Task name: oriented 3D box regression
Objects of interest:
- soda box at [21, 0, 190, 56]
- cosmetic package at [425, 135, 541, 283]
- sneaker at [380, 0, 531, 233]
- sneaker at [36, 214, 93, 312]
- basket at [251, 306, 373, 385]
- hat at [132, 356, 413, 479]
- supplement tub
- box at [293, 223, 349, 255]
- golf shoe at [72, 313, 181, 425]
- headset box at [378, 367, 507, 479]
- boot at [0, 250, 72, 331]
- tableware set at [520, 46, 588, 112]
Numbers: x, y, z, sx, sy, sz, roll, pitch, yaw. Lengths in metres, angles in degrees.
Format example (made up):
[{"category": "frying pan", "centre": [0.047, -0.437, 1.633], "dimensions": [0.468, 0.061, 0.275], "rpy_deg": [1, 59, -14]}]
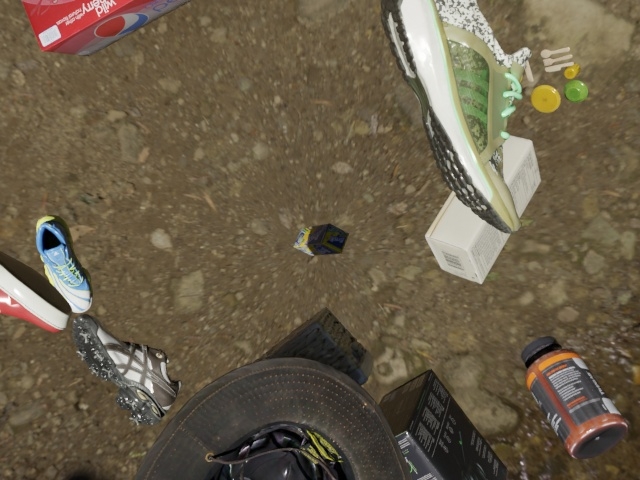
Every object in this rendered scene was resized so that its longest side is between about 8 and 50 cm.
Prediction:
[{"category": "soda box", "centre": [-0.205, -0.300, 0.777], "dimensions": [0.263, 0.092, 0.083], "rpy_deg": [-19, 93, 22]}, {"category": "cosmetic package", "centre": [0.378, -0.076, 1.579], "dimensions": [0.113, 0.160, 0.309], "rpy_deg": [21, 68, 36]}, {"category": "sneaker", "centre": [0.238, -0.210, 0.999], "dimensions": [0.182, 0.158, 0.410], "rpy_deg": [-23, 98, 1]}, {"category": "sneaker", "centre": [-0.595, 0.060, 1.574], "dimensions": [0.091, 0.126, 0.240], "rpy_deg": [-22, 97, -7]}, {"category": "basket", "centre": [-0.026, 0.179, 0.920], "dimensions": [0.167, 0.113, 0.103], "rpy_deg": [-40, 89, 10]}, {"category": "hat", "centre": [-0.068, 0.294, 0.764], "dimensions": [0.331, 0.134, 0.331], "rpy_deg": [4, 80, -23]}, {"category": "supplement tub", "centre": [0.414, 0.255, 1.156], "dimensions": [0.106, 0.106, 0.198], "rpy_deg": [-23, 46, 0]}, {"category": "box", "centre": [0.000, 0.000, 1.652], "dimensions": [0.059, 0.169, 0.054], "rpy_deg": [26, 76, -21]}, {"category": "golf shoe", "centre": [-0.278, 0.172, 1.002], "dimensions": [0.094, 0.077, 0.198], "rpy_deg": [-46, 118, -36]}, {"category": "headset box", "centre": [0.223, 0.433, 1.306], "dimensions": [0.131, 0.246, 0.283], "rpy_deg": [-37, 93, 25]}, {"category": "boot", "centre": [-0.491, 0.098, 0.964], "dimensions": [0.244, 0.088, 0.176], "rpy_deg": [34, 89, -12]}, {"category": "tableware set", "centre": [0.343, -0.252, 1.105], "dimensions": [0.024, 0.154, 0.104], "rpy_deg": [-47, 120, -41]}]
